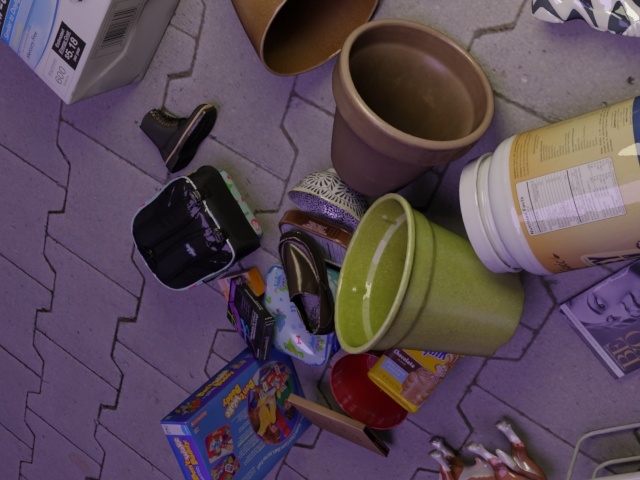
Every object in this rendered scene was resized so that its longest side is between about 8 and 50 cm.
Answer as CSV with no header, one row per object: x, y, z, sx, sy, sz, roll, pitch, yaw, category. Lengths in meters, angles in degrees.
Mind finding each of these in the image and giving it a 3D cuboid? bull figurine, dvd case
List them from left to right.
0.314,0.489,1.495,0.310,0.101,0.188,-31,92,39,bull figurine
0.536,0.125,1.231,0.164,0.018,0.221,50,129,1,dvd case

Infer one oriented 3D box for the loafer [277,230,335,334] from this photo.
-0.027,0.085,1.427,0.080,0.078,0.220,-23,90,24,loafer

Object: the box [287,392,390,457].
0.040,0.405,1.607,0.201,0.021,0.164,15,155,35,box

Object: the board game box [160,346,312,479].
-0.167,0.395,1.595,0.078,0.347,0.233,-9,107,35,board game box

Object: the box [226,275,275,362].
-0.153,0.170,1.589,0.162,0.029,0.116,44,136,40,box

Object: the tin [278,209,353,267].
0.000,0.000,1.470,0.190,0.040,0.106,22,156,22,tin

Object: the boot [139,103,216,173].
-0.312,-0.251,1.553,0.137,0.077,0.198,51,128,8,boot

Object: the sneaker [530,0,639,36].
0.416,-0.376,1.015,0.235,0.094,0.153,23,132,33,sneaker

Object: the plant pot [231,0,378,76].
-0.068,-0.448,1.222,0.254,0.237,0.237,53,130,17,plant pot

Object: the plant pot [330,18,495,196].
0.123,-0.191,1.218,0.263,0.263,0.229,41,145,9,plant pot

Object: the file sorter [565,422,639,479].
0.578,0.482,1.279,0.193,0.173,0.277,-24,99,37,file sorter

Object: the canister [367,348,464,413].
0.187,0.228,1.399,0.126,0.170,0.073,39,166,10,canister

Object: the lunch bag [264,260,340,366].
-0.029,0.149,1.553,0.176,0.090,0.219,19,120,24,lunch bag

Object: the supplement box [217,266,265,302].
-0.178,0.101,1.658,0.098,0.036,0.062,-16,103,37,supplement box

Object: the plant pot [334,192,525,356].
0.195,0.086,1.258,0.254,0.276,0.276,16,129,-18,plant pot

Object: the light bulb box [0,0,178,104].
-0.480,-0.531,1.423,0.361,0.225,0.358,44,128,6,light bulb box

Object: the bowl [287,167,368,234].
0.029,-0.085,1.392,0.170,0.080,0.170,26,168,6,bowl

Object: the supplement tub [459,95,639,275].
0.392,-0.073,1.093,0.316,0.228,0.228,-15,104,37,supplement tub

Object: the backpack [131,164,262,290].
-0.269,-0.021,1.557,0.253,0.191,0.225,-32,91,31,backpack

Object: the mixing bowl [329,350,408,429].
0.122,0.289,1.520,0.181,0.098,0.181,14,119,27,mixing bowl
